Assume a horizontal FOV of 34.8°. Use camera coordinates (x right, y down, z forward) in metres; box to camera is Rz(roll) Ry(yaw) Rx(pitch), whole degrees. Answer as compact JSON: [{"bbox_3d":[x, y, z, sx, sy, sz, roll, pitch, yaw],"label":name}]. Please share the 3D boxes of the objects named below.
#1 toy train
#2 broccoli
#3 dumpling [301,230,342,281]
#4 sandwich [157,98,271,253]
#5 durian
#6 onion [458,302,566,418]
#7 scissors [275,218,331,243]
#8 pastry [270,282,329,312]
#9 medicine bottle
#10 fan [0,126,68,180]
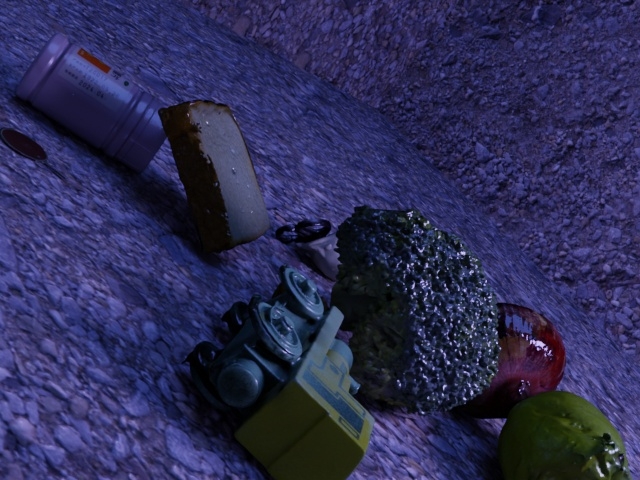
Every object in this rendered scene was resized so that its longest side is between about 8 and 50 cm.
[{"bbox_3d":[-0.032,0.171,1.367,0.237,0.150,0.369,46,15,-2],"label":"toy train"},{"bbox_3d":[0.117,0.128,1.625,0.375,0.302,0.249,60,33,-25],"label":"broccoli"},{"bbox_3d":[0.051,0.036,2.017,0.134,0.169,0.100,90,-10,-76],"label":"dumpling"},{"bbox_3d":[-0.179,-0.110,1.731,0.226,0.087,0.251,-28,102,-72],"label":"sandwich"},{"bbox_3d":[0.398,0.367,1.686,0.340,0.204,0.256,-108,173,-69],"label":"durian"},{"bbox_3d":[0.322,0.220,1.838,0.246,0.246,0.190,28,33,-32],"label":"onion"},{"bbox_3d":[0.000,0.000,2.068,0.300,0.109,0.022,31,47,-67],"label":"scissors"},{"bbox_3d":[-0.033,0.110,1.681,0.097,0.057,0.109,21,22,-43],"label":"pastry"},{"bbox_3d":[-0.380,-0.232,1.747,0.249,0.133,0.133,35,16,-13],"label":"medicine bottle"},{"bbox_3d":[-0.437,-0.132,1.568,0.133,0.005,0.085,39,15,6],"label":"fan"}]
